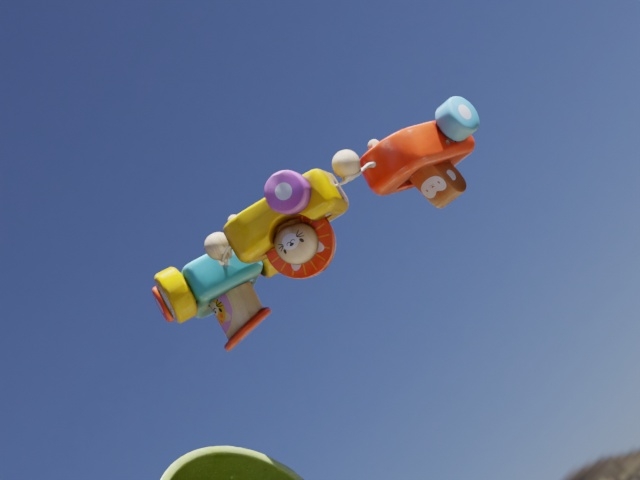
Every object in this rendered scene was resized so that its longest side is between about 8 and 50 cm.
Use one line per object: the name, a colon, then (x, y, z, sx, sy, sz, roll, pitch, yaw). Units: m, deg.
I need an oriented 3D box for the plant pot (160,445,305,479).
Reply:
plant pot: (-0.045, 0.141, 0.735, 0.083, 0.083, 0.079, -30, -20, -48)

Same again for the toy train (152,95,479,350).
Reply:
toy train: (0.000, 0.000, 0.804, 0.166, 0.046, 0.125, -37, -13, 36)
